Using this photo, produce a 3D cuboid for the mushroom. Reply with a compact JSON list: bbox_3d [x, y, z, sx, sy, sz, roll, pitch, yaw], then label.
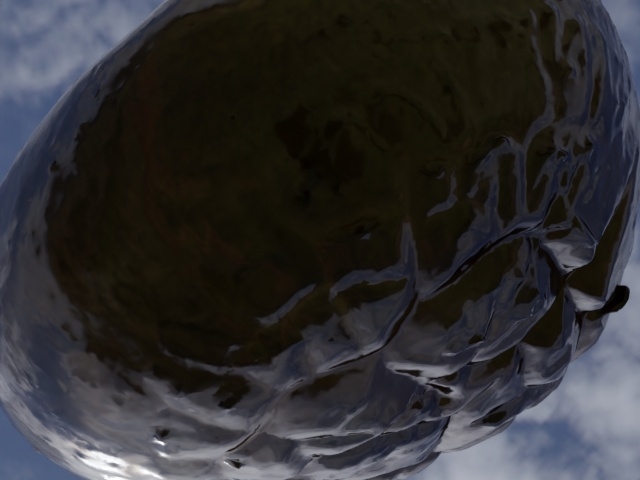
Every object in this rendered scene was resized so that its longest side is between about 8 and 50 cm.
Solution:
[{"bbox_3d":[0.000,0.000,0.627,0.253,0.253,0.153,-27,-119,-10],"label":"mushroom"}]
